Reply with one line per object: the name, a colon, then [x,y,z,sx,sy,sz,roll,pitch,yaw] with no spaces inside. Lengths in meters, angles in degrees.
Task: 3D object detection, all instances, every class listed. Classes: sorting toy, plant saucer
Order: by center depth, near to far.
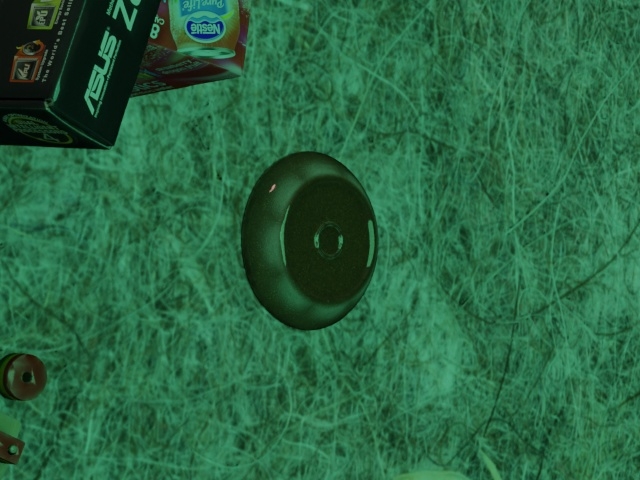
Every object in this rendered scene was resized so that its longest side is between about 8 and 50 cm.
sorting toy: [-0.347,0.214,1.740,0.132,0.046,0.274,34,68,-37]
plant saucer: [0.000,0.000,2.067,0.198,0.036,0.199,1,89,-43]

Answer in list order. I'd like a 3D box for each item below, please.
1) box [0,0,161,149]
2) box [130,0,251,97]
box: [-0.261,-0.276,1.642,0.097,0.318,0.395,33,68,-48]
box: [-0.192,-0.208,1.746,0.128,0.257,0.123,16,76,-41]
